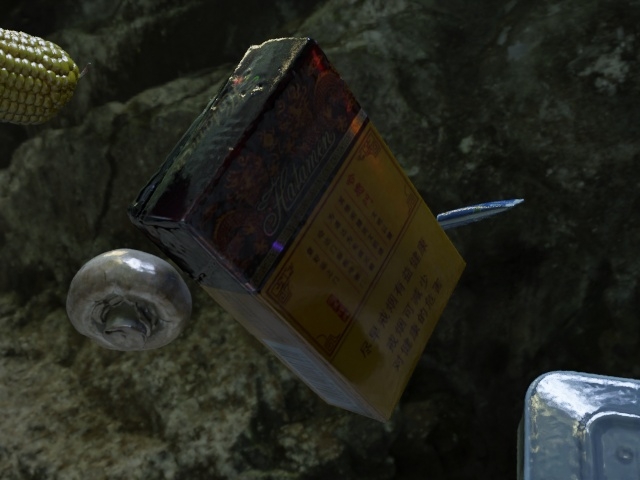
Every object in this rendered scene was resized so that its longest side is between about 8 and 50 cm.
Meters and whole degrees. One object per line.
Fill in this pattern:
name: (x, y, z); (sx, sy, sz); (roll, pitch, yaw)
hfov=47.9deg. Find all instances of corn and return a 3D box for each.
corn: (-0.370, -0.169, 0.700); (0.102, 0.310, 0.101); (2, -86, 38)

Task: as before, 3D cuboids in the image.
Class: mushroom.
mushroom: (-0.262, 0.090, 0.986); (0.166, 0.166, 0.127); (116, -14, -45)

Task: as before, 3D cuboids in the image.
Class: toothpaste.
toothpaste: (0.293, -0.051, 1.384); (0.197, 0.057, 0.034); (-15, -87, 41)

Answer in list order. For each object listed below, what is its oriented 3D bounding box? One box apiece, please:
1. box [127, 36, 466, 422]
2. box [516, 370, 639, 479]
box: (0.000, 0.000, 0.861); (0.116, 0.264, 0.415); (8, -32, 46)
box: (0.392, 0.326, 0.708); (0.397, 0.395, 0.111); (6, -46, 9)
